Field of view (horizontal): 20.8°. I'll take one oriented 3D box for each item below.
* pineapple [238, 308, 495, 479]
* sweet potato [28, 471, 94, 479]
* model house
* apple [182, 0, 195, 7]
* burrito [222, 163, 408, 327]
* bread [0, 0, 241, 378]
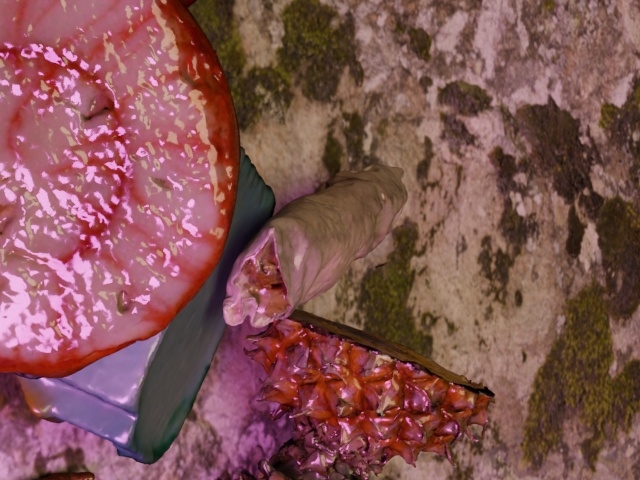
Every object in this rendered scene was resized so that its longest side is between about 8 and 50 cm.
[{"bbox_3d":[0.010,0.223,1.668,0.262,0.262,0.272,21,91,-40],"label":"pineapple"},{"bbox_3d":[-0.279,0.249,1.497,0.214,0.050,0.050,-41,115,-42],"label":"sweet potato"},{"bbox_3d":[-0.209,0.014,1.495,0.230,0.249,0.280,59,53,-76],"label":"model house"},{"bbox_3d":[-0.204,-0.269,1.434,0.260,0.260,0.216,-46,122,-33],"label":"apple"},{"bbox_3d":[0.000,0.000,1.639,0.117,0.076,0.392,-62,170,19],"label":"burrito"},{"bbox_3d":[-0.208,-0.072,1.289,0.295,0.114,0.328,-27,100,-2],"label":"bread"}]
